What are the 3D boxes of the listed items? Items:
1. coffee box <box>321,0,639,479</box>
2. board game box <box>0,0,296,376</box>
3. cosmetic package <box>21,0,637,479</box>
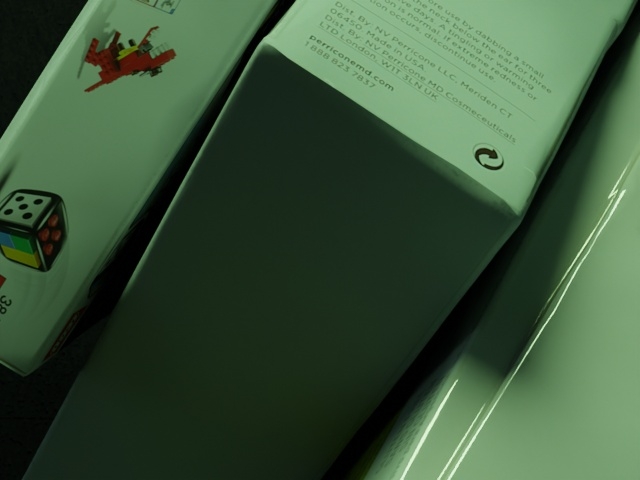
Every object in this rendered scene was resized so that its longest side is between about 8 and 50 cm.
[{"bbox_3d":[0.173,0.129,0.684,0.338,0.337,0.334,-58,0,-32],"label":"coffee box"},{"bbox_3d":[-0.021,-0.104,0.630,0.305,0.053,0.193,-56,-1,10],"label":"board game box"},{"bbox_3d":[0.000,0.000,0.705,0.284,0.097,0.377,-53,-2,-46],"label":"cosmetic package"}]
